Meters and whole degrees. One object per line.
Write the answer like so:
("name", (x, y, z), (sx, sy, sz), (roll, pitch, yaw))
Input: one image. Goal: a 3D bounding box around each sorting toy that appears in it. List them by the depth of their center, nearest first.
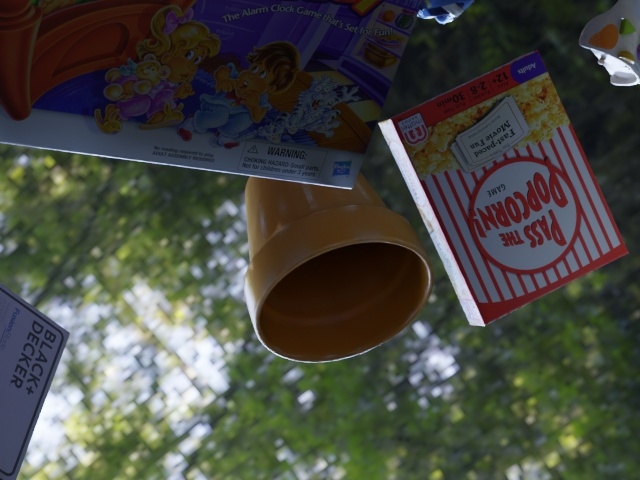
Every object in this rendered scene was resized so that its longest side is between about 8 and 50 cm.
("sorting toy", (0.262, -0.178, 1.541), (0.083, 0.045, 0.075), (35, -107, -56))

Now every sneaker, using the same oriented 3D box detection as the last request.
("sneaker", (0.079, -0.213, 1.504), (0.144, 0.059, 0.053), (12, -145, -46))

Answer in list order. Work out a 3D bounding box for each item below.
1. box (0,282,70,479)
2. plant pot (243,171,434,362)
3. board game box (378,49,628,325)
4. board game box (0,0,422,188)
("box", (-0.363, 0.076, 1.528), (0.290, 0.087, 0.169), (41, -134, -28))
("plant pot", (0.000, 0.000, 2.036), (0.205, 0.205, 0.188), (16, -142, -38))
("board game box", (0.157, -0.045, 1.563), (0.147, 0.045, 0.193), (-26, -85, -13))
("board game box", (-0.111, -0.169, 1.206), (0.347, 0.233, 0.078), (7, -146, -21))
